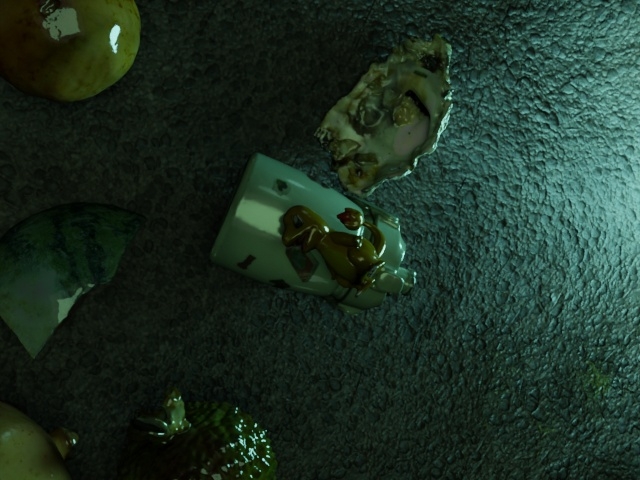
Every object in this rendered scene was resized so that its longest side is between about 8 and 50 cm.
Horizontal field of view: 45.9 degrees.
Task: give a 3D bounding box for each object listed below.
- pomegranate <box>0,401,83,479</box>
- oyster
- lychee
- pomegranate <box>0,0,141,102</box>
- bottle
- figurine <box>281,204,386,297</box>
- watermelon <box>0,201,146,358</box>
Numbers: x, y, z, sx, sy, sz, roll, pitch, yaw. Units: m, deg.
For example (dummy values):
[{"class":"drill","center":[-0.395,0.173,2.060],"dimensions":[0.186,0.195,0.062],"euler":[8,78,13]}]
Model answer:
[{"class":"pomegranate","center":[-0.516,0.400,1.167],"dimensions":[0.338,0.338,0.339],"euler":[-1,92,-17]},{"class":"oyster","center":[0.145,-0.234,1.445],"dimensions":[0.201,0.107,0.354],"euler":[41,87,17]},{"class":"lychee","center":[-0.212,0.393,1.269],"dimensions":[0.270,0.270,0.320],"euler":[-42,100,-11]},{"class":"pomegranate","center":[-0.408,-0.335,1.209],"dimensions":[0.248,0.248,0.248],"euler":[-1,92,-17]},{"class":"bottle","center":[0.000,0.000,1.335],"dimensions":[0.351,0.229,0.229],"euler":[21,86,-9]},{"class":"figurine","center":[0.026,-0.007,1.192],"dimensions":[0.176,0.121,0.122],"euler":[30,55,1]},{"class":"watermelon","center":[-0.423,0.049,1.241],"dimensions":[0.255,0.260,0.176],"euler":[-10,110,1]}]
